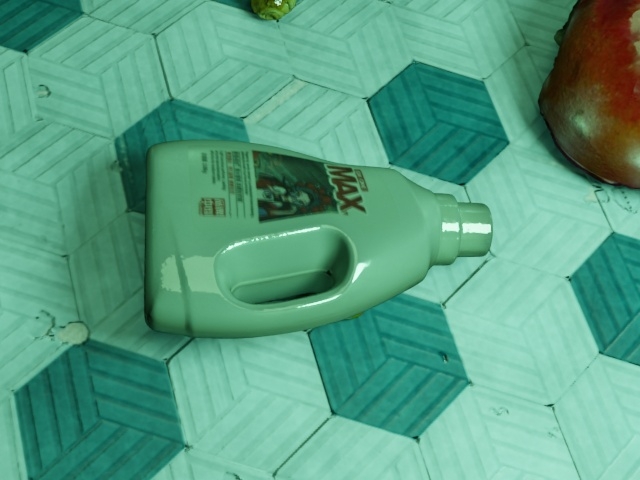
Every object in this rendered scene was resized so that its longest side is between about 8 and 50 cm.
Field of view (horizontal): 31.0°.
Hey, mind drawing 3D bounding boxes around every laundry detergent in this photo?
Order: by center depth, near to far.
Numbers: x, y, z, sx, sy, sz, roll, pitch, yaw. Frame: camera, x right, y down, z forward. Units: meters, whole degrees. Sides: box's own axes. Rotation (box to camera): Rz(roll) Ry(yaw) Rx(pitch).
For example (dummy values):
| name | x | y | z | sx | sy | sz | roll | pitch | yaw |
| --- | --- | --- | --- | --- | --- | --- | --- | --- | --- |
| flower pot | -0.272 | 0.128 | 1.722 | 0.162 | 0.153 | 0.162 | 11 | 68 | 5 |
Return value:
| name | x | y | z | sx | sy | sz | roll | pitch | yaw |
| --- | --- | --- | --- | --- | --- | --- | --- | --- | --- |
| laundry detergent | 0.000 | 0.000 | 1.316 | 0.398 | 0.124 | 0.264 | 1 | 46 | -9 |

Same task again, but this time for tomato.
| name | x | y | z | sx | sy | sz | roll | pitch | yaw |
| --- | --- | --- | --- | --- | --- | --- | --- | --- | --- |
| tomato | 0.444 | -0.235 | 1.452 | 0.290 | 0.176 | 0.334 | 24 | 66 | 7 |

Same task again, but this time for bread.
| name | x | y | z | sx | sy | sz | roll | pitch | yaw |
| --- | --- | --- | --- | --- | --- | --- | --- | --- | --- |
| bread | -0.066 | -0.346 | 1.553 | 0.066 | 0.060 | 0.110 | -12 | 61 | 3 |

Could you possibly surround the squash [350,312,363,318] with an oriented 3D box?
| name | x | y | z | sx | sy | sz | roll | pitch | yaw |
| --- | --- | --- | --- | --- | --- | --- | --- | --- | --- |
| squash | 0.010 | 0.080 | 1.335 | 0.083 | 0.027 | 0.027 | -4 | 61 | -11 |
